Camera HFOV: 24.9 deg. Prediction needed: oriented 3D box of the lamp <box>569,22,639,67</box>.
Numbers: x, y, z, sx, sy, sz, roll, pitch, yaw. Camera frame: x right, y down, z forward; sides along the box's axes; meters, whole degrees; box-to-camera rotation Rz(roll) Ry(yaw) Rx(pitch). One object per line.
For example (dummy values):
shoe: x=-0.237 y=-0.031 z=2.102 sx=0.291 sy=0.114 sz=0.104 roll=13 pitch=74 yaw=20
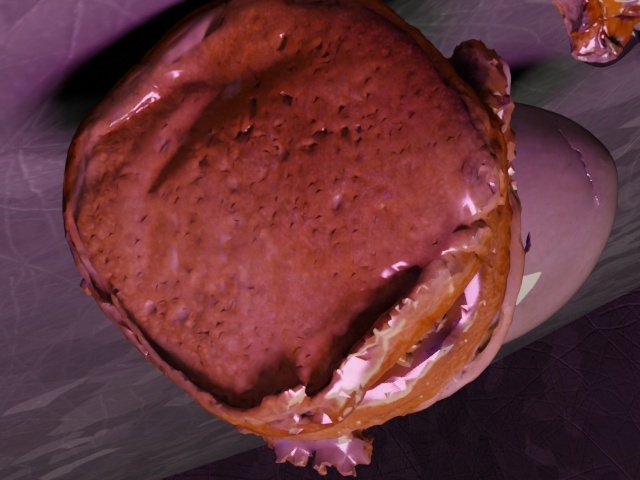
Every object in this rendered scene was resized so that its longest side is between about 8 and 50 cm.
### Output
lamp: x=0.282 y=-0.114 z=0.825 sx=0.244 sy=0.198 sz=0.198 roll=25 pitch=153 yaw=-10

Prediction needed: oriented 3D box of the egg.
egg: x=0.105 y=-0.008 z=1.103 sx=0.253 sy=0.186 sz=0.186 roll=-25 pitch=168 yaw=11

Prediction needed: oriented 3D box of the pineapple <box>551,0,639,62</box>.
pineapple: x=0.131 y=-0.161 z=0.734 sx=0.069 sy=0.137 sz=0.116 roll=-13 pitch=-155 yaw=-29

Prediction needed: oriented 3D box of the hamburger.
hamburger: x=-0.009 y=0.000 z=0.785 sx=0.245 sy=0.260 sz=0.211 roll=-6 pitch=177 yaw=13
